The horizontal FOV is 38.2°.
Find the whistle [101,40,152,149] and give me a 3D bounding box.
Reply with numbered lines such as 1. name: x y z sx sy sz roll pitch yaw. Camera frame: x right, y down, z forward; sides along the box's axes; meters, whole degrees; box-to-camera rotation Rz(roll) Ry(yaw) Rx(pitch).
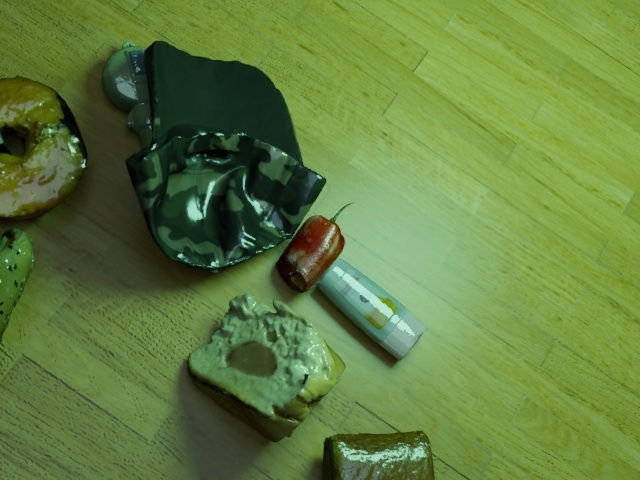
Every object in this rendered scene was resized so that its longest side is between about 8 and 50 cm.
1. whistle: -0.317 -0.247 1.654 0.126 0.067 0.257 -11 76 -19

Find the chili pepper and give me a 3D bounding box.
1. chili pepper: 0.000 0.000 1.623 0.086 0.084 0.192 37 70 8

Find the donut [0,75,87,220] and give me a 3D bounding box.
1. donut: -0.515 -0.149 1.547 0.254 0.118 0.253 5 67 -11

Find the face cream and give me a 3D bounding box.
1. face cream: 0.088 0.118 1.616 0.198 0.057 0.084 39 66 4

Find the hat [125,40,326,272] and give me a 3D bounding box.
1. hat: -0.203 -0.153 1.613 0.366 0.257 0.381 11 32 -35

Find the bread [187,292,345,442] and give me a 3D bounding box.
1. bread: -0.080 0.198 1.466 0.224 0.211 0.183 38 74 -3

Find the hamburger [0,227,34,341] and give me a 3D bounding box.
1. hamburger: -0.552 0.075 1.427 0.168 0.192 0.287 22 67 -15

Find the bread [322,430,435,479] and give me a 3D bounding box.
1. bread: 0.093 0.376 1.498 0.172 0.103 0.131 1 71 -14
